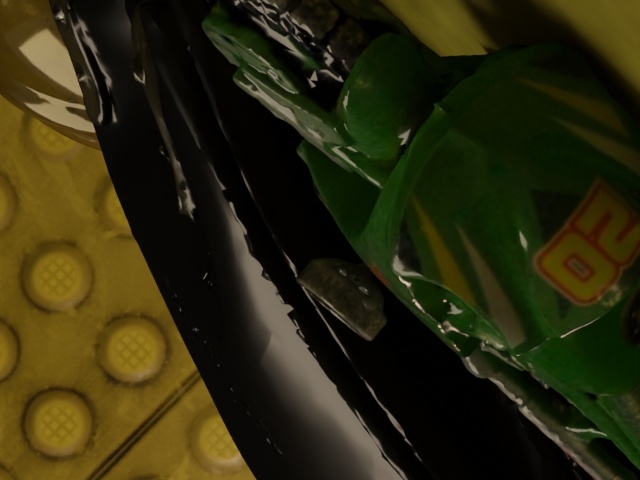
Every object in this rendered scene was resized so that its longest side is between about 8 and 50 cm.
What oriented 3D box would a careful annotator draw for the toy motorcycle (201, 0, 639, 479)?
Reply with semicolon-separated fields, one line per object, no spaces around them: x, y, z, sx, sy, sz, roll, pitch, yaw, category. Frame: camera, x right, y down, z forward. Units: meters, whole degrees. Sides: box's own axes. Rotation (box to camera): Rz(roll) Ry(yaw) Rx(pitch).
0.044;-0.001;0.369;0.106;0.074;0.190;34;174;41;toy motorcycle

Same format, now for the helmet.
-0.124;-0.130;0.899;0.257;0.140;0.205;42;180;15;helmet

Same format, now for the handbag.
0.000;0.000;0.650;0.288;0.152;0.342;57;173;-23;handbag
